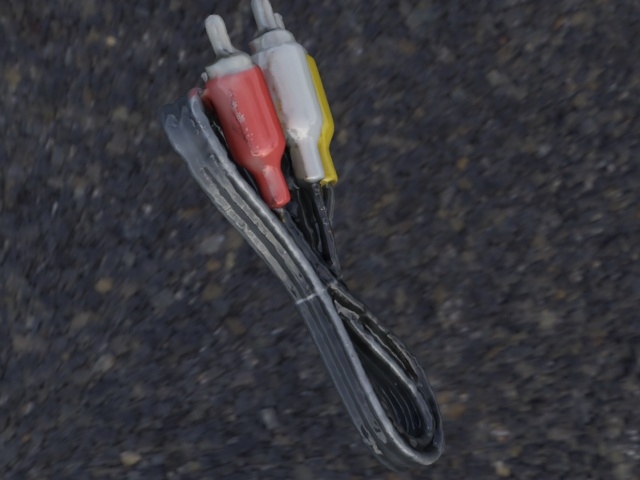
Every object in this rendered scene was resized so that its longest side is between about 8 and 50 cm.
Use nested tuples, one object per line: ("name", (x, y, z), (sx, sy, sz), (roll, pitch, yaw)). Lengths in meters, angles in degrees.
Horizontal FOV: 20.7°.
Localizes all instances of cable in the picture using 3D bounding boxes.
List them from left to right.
("cable", (0.000, 0.000, 0.990), (0.072, 0.139, 0.287), (-28, 87, 24))
